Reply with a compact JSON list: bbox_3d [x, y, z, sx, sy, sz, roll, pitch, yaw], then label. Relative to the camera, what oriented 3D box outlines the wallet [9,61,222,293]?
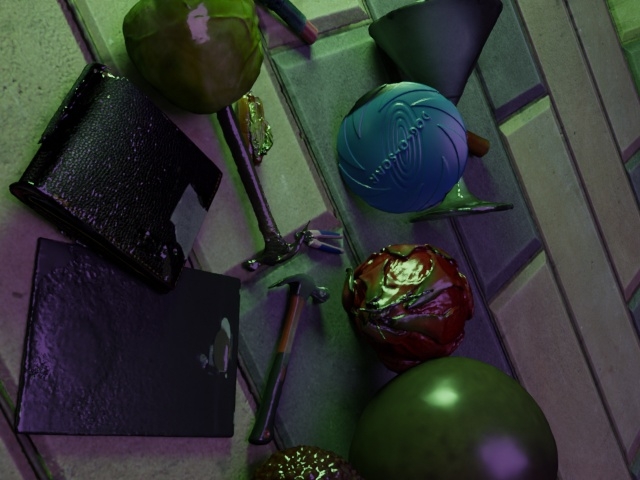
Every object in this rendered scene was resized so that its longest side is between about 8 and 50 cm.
[{"bbox_3d":[-0.260,-0.082,1.000,0.262,0.071,0.220,42,50,-35],"label":"wallet"}]

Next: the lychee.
[{"bbox_3d":[-0.025,0.387,1.032,0.188,0.188,0.188,14,70,-42],"label":"lychee"}]

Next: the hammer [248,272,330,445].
[{"bbox_3d":[-0.059,0.184,1.159,0.111,0.033,0.287,34,57,-35],"label":"hammer"}]

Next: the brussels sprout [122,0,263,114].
[{"bbox_3d":[-0.177,-0.292,1.073,0.223,0.161,0.223,7,78,-38],"label":"brussels sprout"}]

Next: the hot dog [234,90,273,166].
[{"bbox_3d":[-0.109,-0.183,1.199,0.056,0.041,0.133,4,77,-44],"label":"hot dog"}]

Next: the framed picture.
[{"bbox_3d":[-0.243,0.144,1.000,0.324,0.013,0.244,16,69,-42],"label":"framed picture"}]

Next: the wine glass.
[{"bbox_3d":[0.253,-0.246,1.444,0.267,0.267,0.405,-9,91,-46],"label":"wine glass"}]

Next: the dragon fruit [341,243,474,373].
[{"bbox_3d":[0.143,0.122,1.237,0.293,0.234,0.233,-36,106,-60],"label":"dragon fruit"}]

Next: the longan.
[{"bbox_3d":[0.212,0.360,1.171,0.361,0.361,0.360,14,70,-42],"label":"longan"}]

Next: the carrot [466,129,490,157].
[{"bbox_3d":[0.326,-0.227,1.647,0.139,0.048,0.048,16,68,-40],"label":"carrot"}]

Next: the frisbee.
[{"bbox_3d":[0.147,-0.168,1.325,0.045,0.242,0.242,-25,99,-80],"label":"frisbee"}]

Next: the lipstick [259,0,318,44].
[{"bbox_3d":[-0.086,-0.426,1.286,0.234,0.054,0.053,37,55,-37],"label":"lipstick"}]

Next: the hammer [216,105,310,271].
[{"bbox_3d":[-0.113,-0.103,1.160,0.125,0.027,0.297,-23,92,-12],"label":"hammer"}]

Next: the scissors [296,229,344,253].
[{"bbox_3d":[0.000,0.000,1.281,0.113,0.012,0.039,9,73,-44],"label":"scissors"}]
